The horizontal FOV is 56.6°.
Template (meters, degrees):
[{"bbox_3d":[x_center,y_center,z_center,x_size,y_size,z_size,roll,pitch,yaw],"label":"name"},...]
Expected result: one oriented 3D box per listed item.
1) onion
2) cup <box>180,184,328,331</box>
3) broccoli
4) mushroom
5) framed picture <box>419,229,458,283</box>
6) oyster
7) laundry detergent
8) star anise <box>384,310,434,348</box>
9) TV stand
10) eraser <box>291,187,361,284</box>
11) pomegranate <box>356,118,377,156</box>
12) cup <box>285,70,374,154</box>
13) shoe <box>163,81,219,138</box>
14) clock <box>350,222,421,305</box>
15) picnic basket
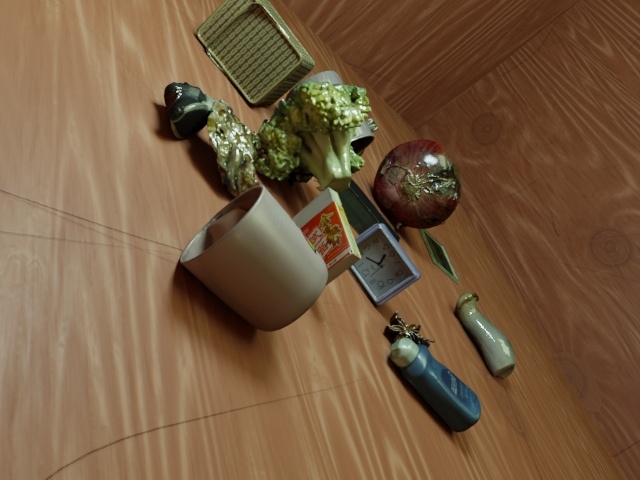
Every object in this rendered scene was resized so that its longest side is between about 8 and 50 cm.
[{"bbox_3d":[0.370,-0.206,2.273,0.354,0.354,0.353,43,22,-23],"label":"onion"},{"bbox_3d":[-0.118,0.036,1.075,0.200,0.191,0.253,48,-12,-20],"label":"cup"},{"bbox_3d":[0.017,-0.250,1.576,0.294,0.348,0.280,22,46,-44],"label":"broccoli"},{"bbox_3d":[0.596,0.345,2.168,0.328,0.122,0.159,61,-14,20],"label":"mushroom"},{"bbox_3d":[0.510,0.056,2.570,0.197,0.014,0.252,37,25,-33],"label":"framed picture"},{"bbox_3d":[-0.189,-0.205,1.354,0.214,0.084,0.222,-93,162,-51],"label":"oyster"},{"bbox_3d":[0.283,0.346,1.497,0.290,0.094,0.143,47,26,-15],"label":"laundry detergent"},{"bbox_3d":[0.245,0.256,1.590,0.191,0.070,0.097,14,36,-29],"label":"star anise"},{"bbox_3d":[0.140,-0.076,1.914,0.269,0.083,0.088,51,19,-7],"label":"TV stand"},{"bbox_3d":[0.000,0.000,1.378,0.038,0.157,0.230,31,29,-38],"label":"eraser"},{"bbox_3d":[0.106,-0.379,2.159,0.179,0.210,0.180,60,14,-26],"label":"pomegranate"},{"bbox_3d":[0.002,-0.386,1.967,0.273,0.289,0.208,63,-22,7],"label":"cup"},{"bbox_3d":[-0.307,-0.302,1.335,0.112,0.099,0.227,43,17,-3],"label":"shoe"},{"bbox_3d":[0.162,0.065,1.636,0.193,0.145,0.073,54,15,7],"label":"clock"},{"bbox_3d":[-0.205,-0.600,1.844,0.312,0.228,0.175,53,18,0],"label":"picnic basket"}]
